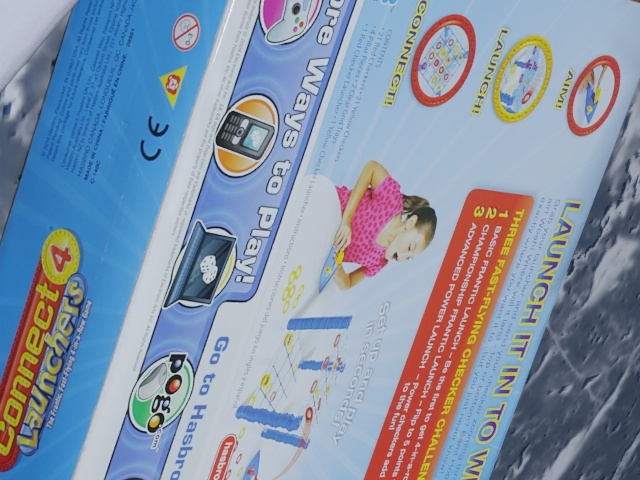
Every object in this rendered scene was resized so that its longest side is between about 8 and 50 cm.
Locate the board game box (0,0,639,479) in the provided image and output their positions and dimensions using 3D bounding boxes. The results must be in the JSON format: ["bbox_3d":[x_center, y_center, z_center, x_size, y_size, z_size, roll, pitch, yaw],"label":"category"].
[{"bbox_3d":[0.000,0.000,0.802,0.302,0.086,0.308,6,108,-51],"label":"board game box"}]

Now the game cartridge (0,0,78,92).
[{"bbox_3d":[-0.090,-0.104,0.495,0.068,0.230,0.355,40,89,-14],"label":"game cartridge"}]
